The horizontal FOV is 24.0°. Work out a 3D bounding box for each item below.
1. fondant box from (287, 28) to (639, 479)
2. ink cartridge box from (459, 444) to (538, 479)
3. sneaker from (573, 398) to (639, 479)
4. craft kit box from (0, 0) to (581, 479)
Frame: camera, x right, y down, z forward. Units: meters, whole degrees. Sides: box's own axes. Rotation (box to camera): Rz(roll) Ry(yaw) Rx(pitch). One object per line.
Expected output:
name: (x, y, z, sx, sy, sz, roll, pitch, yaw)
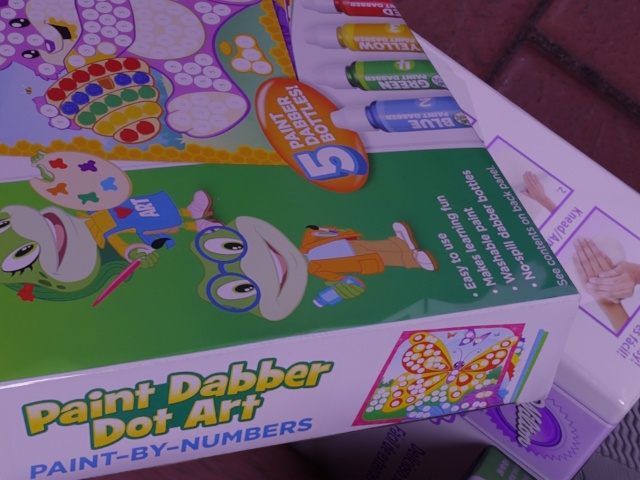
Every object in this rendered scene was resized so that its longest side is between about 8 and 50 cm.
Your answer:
fondant box: (0.000, 0.000, 0.735, 0.330, 0.096, 0.238, 36, -31, 11)
ink cartridge box: (0.120, 0.190, 0.577, 0.219, 0.092, 0.160, 36, 8, 8)
sneaker: (0.225, 0.076, 0.768, 0.094, 0.151, 0.256, 69, -22, 1)
craft kit box: (-0.076, -0.032, 0.520, 0.247, 0.061, 0.250, -10, 46, -19)
